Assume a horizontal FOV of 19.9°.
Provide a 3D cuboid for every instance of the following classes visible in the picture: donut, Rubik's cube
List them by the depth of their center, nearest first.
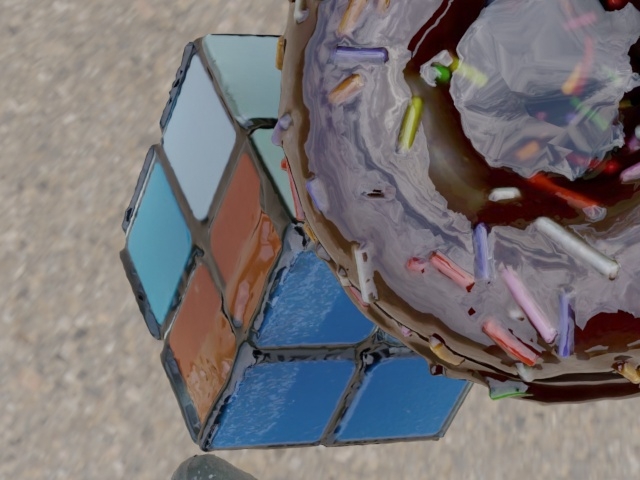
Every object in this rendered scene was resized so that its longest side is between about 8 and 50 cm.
[{"bbox_3d":[0.086,-0.048,0.663,0.230,0.096,0.216,3,85,14],"label":"donut"},{"bbox_3d":[0.001,0.000,1.053,0.167,0.180,0.183,1,132,-29],"label":"Rubik's cube"}]

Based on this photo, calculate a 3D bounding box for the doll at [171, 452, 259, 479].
[{"bbox_3d":[-0.028,0.338,1.630,0.340,0.246,0.158,35,125,-18],"label":"doll"}]
